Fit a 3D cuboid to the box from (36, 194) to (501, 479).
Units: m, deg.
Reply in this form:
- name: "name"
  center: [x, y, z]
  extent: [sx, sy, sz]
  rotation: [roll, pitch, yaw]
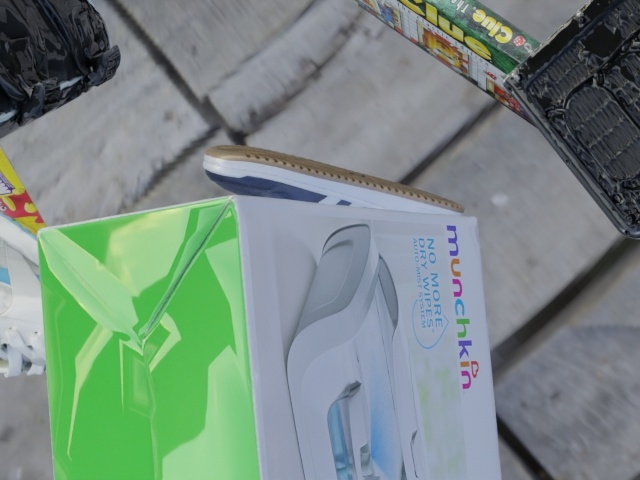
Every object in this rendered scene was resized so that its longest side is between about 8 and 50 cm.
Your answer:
- name: "box"
  center: [-0.015, 0.118, 0.898]
  extent: [0.127, 0.231, 0.262]
  rotation: [-9, 83, 33]

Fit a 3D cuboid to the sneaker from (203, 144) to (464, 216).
- name: "sneaker"
  center: [0.000, 0.000, 1.874]
  extent: [0.282, 0.099, 0.153]
  rotation: [14, 99, -16]

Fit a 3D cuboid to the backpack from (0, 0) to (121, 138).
- name: "backpack"
  center: [-0.259, -0.155, 0.997]
  extent: [0.191, 0.225, 0.253]
  rotation: [-26, 99, 22]

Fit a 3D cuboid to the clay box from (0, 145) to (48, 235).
- name: "clay box"
  center: [-0.299, -0.008, 1.600]
  extent: [0.053, 0.222, 0.127]
  rotation: [-10, 137, -32]

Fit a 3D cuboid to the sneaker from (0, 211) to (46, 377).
- name: "sneaker"
  center: [-0.192, 0.063, 1.298]
  extent: [0.092, 0.229, 0.087]
  rotation: [-49, 148, -27]

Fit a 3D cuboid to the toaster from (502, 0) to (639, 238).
- name: "toaster"
  center: [0.257, -0.105, 1.320]
  extent: [0.168, 0.110, 0.185]
  rotation: [-44, 76, 28]

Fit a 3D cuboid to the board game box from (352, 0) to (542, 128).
- name: "board game box"
  center: [0.113, -0.178, 1.533]
  extent: [0.260, 0.136, 0.030]
  rotation: [36, 79, 13]
